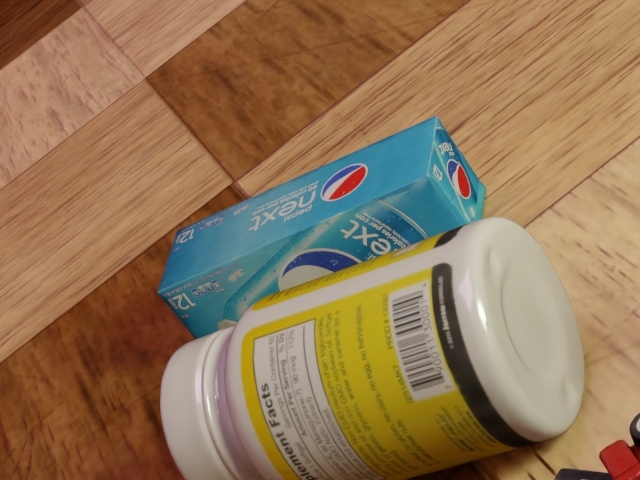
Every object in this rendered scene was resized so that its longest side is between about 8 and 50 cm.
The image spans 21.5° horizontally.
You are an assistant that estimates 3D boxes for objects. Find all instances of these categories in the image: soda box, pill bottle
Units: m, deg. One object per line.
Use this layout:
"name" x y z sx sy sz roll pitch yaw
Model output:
"soda box" 0.000 0.000 1.105 0.210 0.067 0.071 -24 30 25
"pill bottle" 0.024 0.073 0.904 0.208 0.119 0.119 -20 31 30

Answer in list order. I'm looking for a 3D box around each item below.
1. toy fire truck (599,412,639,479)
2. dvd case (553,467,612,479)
"toy fire truck" 0.181 0.111 0.698 0.192 0.047 0.135 -33 28 4
"dvd case" 0.118 0.191 0.715 0.164 0.018 0.221 -1 43 48
